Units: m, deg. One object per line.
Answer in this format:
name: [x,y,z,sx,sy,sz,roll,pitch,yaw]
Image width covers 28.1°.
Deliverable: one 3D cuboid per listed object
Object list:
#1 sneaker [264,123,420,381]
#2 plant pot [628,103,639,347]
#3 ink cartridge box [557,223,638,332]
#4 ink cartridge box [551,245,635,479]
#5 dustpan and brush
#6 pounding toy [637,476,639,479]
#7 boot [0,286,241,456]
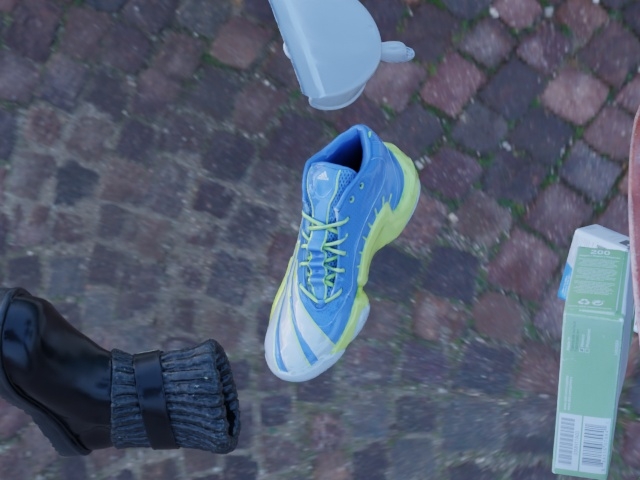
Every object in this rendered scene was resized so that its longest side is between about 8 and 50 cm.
sneaker: [0.000,0.000,1.130,0.091,0.126,0.240,10,63,34]
plant pot: [0.338,0.029,0.722,0.265,0.272,0.272,-8,81,25]
ink cartridge box: [0.420,0.059,1.721,0.180,0.060,0.104,26,113,35]
ink cartridge box: [0.257,0.080,1.171,0.056,0.235,0.171,6,120,14]
dustpan and brush: [0.029,-0.193,1.253,0.060,0.211,0.147,-36,69,48]
pounding toy: [0.308,0.247,1.126,0.183,0.110,0.236,34,66,-26]
boot: [-0.260,0.170,1.668,0.260,0.348,0.131,-4,55,15]
